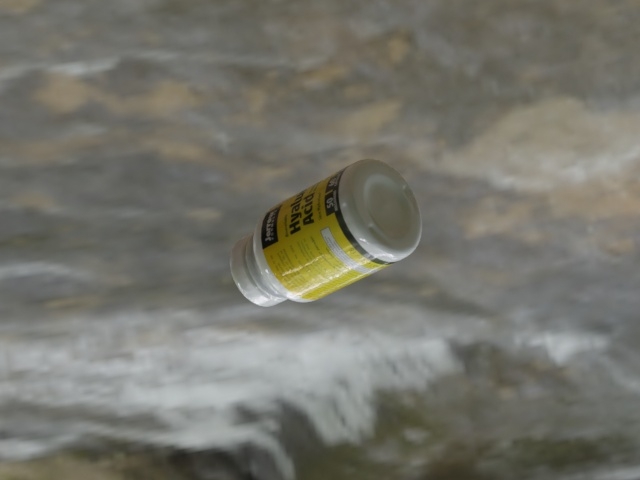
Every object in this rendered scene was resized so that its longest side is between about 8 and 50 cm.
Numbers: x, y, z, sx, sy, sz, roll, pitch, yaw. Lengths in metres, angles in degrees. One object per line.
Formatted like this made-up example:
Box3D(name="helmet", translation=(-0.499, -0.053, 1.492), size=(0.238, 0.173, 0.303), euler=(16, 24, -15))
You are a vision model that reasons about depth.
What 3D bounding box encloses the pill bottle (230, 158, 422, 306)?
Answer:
Box3D(name="pill bottle", translation=(0.000, 0.000, 1.013), size=(0.065, 0.065, 0.116), euler=(5, 155, -46))
